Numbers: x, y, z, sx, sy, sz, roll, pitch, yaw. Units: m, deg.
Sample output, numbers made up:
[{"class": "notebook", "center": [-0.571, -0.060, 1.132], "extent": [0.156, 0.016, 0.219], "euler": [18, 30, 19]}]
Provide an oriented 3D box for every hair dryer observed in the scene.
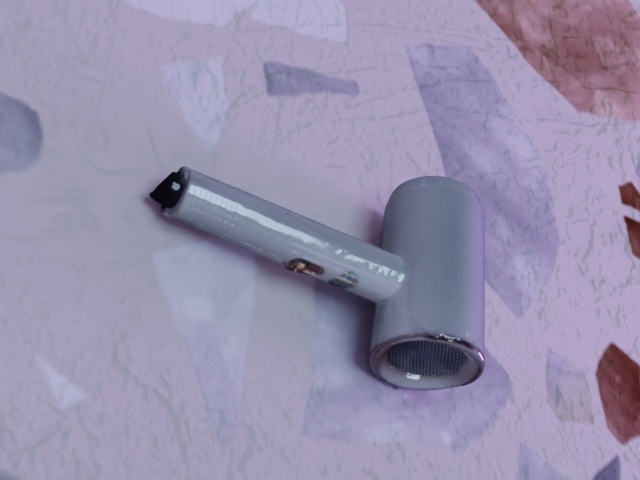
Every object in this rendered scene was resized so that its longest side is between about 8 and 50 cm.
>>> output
[{"class": "hair dryer", "center": [0.000, 0.000, 0.934], "extent": [0.236, 0.073, 0.131], "euler": [20, 54, -22]}]
